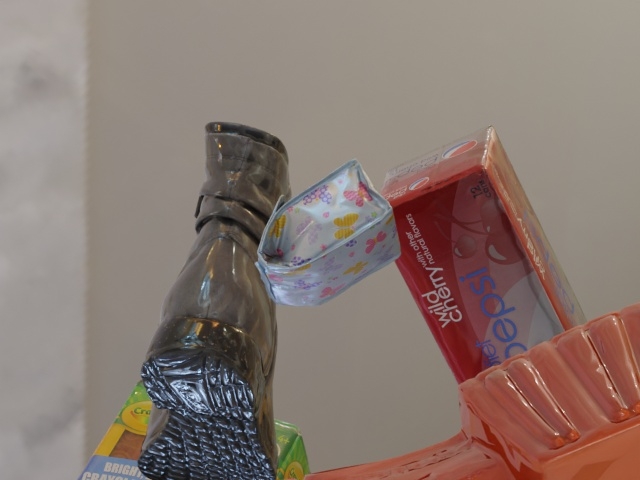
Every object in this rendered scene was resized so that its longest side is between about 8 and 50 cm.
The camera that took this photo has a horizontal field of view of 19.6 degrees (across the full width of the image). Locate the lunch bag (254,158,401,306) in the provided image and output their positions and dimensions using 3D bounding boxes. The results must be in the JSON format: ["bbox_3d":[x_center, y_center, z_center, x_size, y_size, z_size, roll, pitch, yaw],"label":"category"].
[{"bbox_3d":[0.000,0.000,1.083,0.083,0.053,0.071,-34,-23,-6],"label":"lunch bag"}]

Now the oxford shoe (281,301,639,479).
[{"bbox_3d":[0.014,0.111,0.479,0.271,0.097,0.098,-24,-73,1],"label":"oxford shoe"}]

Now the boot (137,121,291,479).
[{"bbox_3d":[-0.068,0.066,1.490,0.338,0.118,0.222,105,177,-61],"label":"boot"}]

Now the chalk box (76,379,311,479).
[{"bbox_3d":[-0.117,0.262,1.727,0.179,0.180,0.289,81,-151,-48],"label":"chalk box"}]

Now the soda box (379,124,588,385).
[{"bbox_3d":[0.130,0.064,1.228,0.083,0.092,0.263,-23,-74,17],"label":"soda box"}]
